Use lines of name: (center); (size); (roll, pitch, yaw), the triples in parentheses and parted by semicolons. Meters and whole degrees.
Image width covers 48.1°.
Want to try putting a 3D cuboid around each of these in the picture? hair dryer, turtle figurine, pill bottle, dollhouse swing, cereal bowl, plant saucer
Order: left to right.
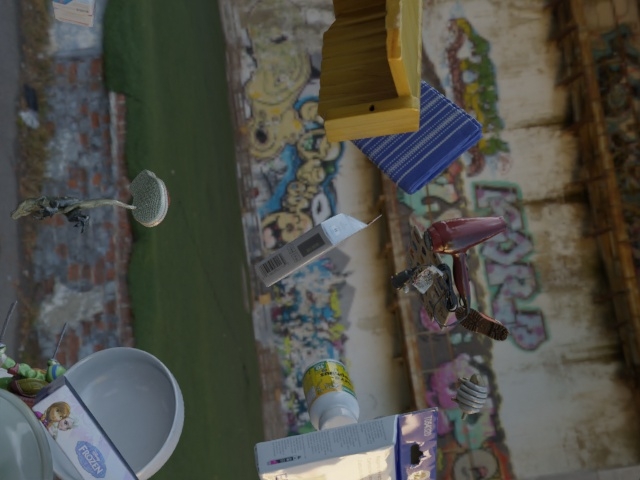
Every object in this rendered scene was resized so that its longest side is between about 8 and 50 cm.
plant saucer: (-0.744, 0.496, 1.458); (0.100, 0.400, 0.400); (37, 43, -70)
turtle figurine: (-0.771, 0.321, 1.828); (0.274, 0.266, 0.198); (65, 9, 3)
cereal bowl: (-0.476, 0.432, 1.692); (0.141, 0.339, 0.339); (74, 6, -54)
pill bottle: (0.026, 0.376, 1.669); (0.208, 0.118, 0.117); (-110, -168, -65)
dollhouse swing: (0.078, -0.431, 1.490); (0.305, 0.315, 0.346); (27, 64, -58)
hair dryer: (0.321, 0.046, 1.698); (0.223, 0.293, 0.080); (35, 13, -26)

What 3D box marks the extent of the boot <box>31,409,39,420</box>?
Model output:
boot: (-0.825, 0.589, 2.307); (0.176, 0.244, 0.088); (74, 20, -52)

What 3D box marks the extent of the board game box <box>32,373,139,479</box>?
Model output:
board game box: (-0.398, 0.395, 1.294); (0.318, 0.066, 0.318); (56, -21, -5)

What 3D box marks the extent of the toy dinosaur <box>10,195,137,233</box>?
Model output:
toy dinosaur: (-0.540, -0.065, 1.538); (0.118, 0.268, 0.064); (-103, -165, -68)

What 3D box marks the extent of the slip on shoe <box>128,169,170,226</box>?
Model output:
slip on shoe: (-0.475, -0.114, 2.054); (0.101, 0.123, 0.331); (42, 2, -27)

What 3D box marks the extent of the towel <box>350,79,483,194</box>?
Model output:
towel: (0.210, -0.281, 1.775); (0.336, 0.243, 0.040); (48, -1, 35)

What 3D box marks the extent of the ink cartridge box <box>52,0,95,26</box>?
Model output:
ink cartridge box: (-0.568, -0.548, 1.656); (0.122, 0.088, 0.052); (150, -53, -71)

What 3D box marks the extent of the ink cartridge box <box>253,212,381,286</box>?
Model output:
ink cartridge box: (0.000, 0.000, 2.382); (0.091, 0.308, 0.385); (58, 32, 1)

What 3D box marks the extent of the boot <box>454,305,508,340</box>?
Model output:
boot: (0.453, 0.232, 2.023); (0.059, 0.158, 0.084); (-64, 170, 9)

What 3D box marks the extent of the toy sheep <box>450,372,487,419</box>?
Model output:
toy sheep: (0.409, 0.426, 1.957); (0.091, 0.091, 0.132); (-113, -141, -81)

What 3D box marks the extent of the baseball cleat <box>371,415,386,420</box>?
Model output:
baseball cleat: (0.146, 0.567, 2.011); (0.072, 0.206, 0.109); (50, -35, -4)

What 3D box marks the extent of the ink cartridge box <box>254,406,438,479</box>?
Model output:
ink cartridge box: (0.065, 0.449, 1.338); (0.324, 0.330, 0.071); (81, -1, -46)

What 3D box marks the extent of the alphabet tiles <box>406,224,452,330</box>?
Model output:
alphabet tiles: (0.349, 0.122, 2.300); (0.342, 0.011, 0.285); (91, -22, -61)

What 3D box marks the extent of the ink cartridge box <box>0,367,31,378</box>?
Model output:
ink cartridge box: (-0.951, 0.461, 2.094); (0.218, 0.159, 0.092); (-97, -161, -61)
